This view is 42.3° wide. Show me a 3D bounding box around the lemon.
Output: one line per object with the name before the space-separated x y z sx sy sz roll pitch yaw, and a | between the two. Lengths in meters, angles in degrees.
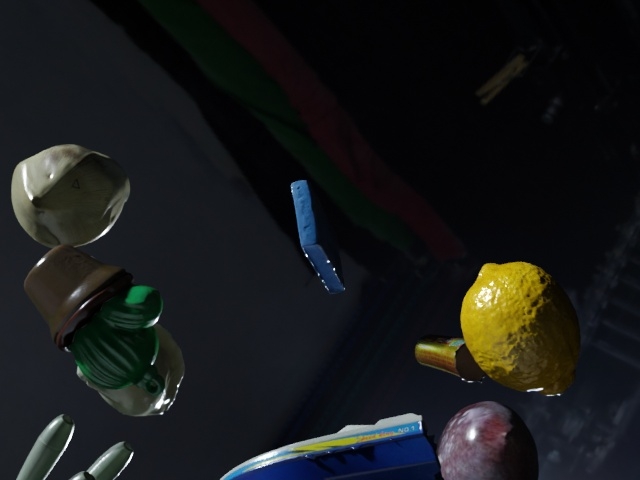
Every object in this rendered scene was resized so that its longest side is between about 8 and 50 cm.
lemon | 0.250 0.112 1.028 0.187 0.142 0.142 59 -20 0

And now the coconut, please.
coconut | -0.477 -0.085 1.579 0.224 0.224 0.224 31 -18 11

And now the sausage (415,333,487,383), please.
sausage | 0.250 0.223 1.637 0.082 0.082 0.371 36 -7 -4

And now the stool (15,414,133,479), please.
stool | -0.415 0.431 1.371 0.195 0.199 0.195 40 2 -42

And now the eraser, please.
eraser | 0.000 0.000 1.716 0.042 0.144 0.312 -12 -23 7

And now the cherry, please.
cherry | 0.299 0.396 1.480 0.183 0.213 0.266 0 -40 -5

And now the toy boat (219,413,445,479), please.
toy boat | 0.004 0.289 1.040 0.295 0.088 0.129 -14 -45 10

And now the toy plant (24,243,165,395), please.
toy plant | -0.240 0.091 0.944 0.200 0.143 0.105 41 24 -2

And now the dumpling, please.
dumpling | -0.298 0.210 1.371 0.111 0.155 0.181 29 0 22
